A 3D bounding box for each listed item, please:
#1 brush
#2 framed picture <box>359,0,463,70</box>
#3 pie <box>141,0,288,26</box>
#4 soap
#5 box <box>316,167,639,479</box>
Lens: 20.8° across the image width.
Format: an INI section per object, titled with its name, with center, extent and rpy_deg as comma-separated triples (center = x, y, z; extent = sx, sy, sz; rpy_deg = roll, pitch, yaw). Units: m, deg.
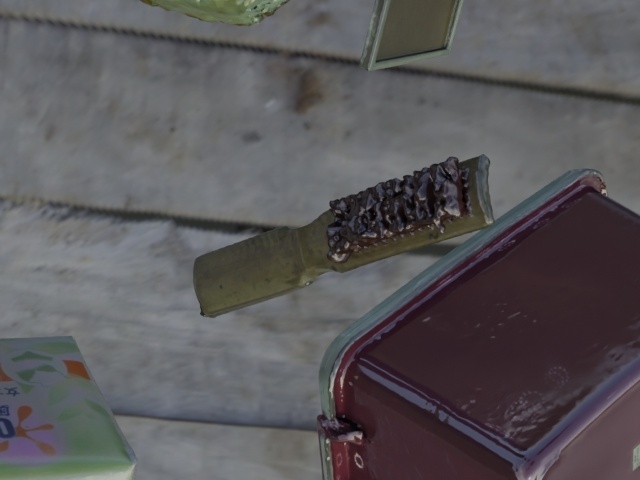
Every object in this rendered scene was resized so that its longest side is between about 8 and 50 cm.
[brush]
center = 0.000, 0.000, 1.017
extent = 0.036, 0.248, 0.043
rpy_deg = 11, 70, -41
[framed picture]
center = 0.095, -0.245, 1.462
extent = 0.015, 0.150, 0.203
rpy_deg = 24, 112, 25
[pie]
center = -0.059, -0.289, 1.018
extent = 0.354, 0.103, 0.288
rpy_deg = -34, 88, 20
[soap]
center = -0.255, 0.172, 1.304
extent = 0.199, 0.182, 0.138
rpy_deg = 0, 121, -25
[box]
center = 0.153, 0.105, 1.169
extent = 0.294, 0.167, 0.193
rpy_deg = -34, 135, -31
